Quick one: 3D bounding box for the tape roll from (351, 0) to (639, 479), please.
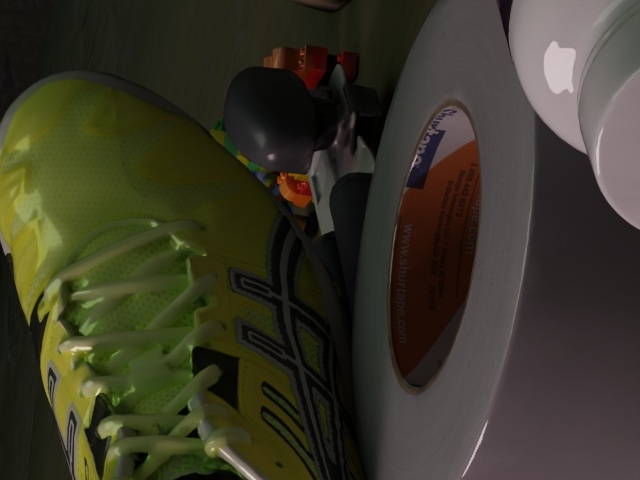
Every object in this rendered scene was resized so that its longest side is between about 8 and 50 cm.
[{"bbox_3d":[0.076,0.007,0.775,0.219,0.072,0.219,-171,90,-76],"label":"tape roll"}]

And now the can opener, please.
[{"bbox_3d":[0.000,0.000,1.037,0.283,0.095,0.076,-101,23,-54],"label":"can opener"}]

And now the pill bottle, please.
[{"bbox_3d":[0.107,-0.091,0.628,0.193,0.108,0.108,-98,21,-49],"label":"pill bottle"}]

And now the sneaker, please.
[{"bbox_3d":[-0.044,0.078,0.852,0.384,0.145,0.147,63,-179,21],"label":"sneaker"}]

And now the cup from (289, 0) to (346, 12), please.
[{"bbox_3d":[-0.079,-0.327,1.260,0.331,0.237,0.331,-172,90,-76],"label":"cup"}]

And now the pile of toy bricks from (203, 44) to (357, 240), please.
[{"bbox_3d":[-0.054,-0.054,1.267,0.212,0.105,0.118,132,144,-66],"label":"pile of toy bricks"}]
